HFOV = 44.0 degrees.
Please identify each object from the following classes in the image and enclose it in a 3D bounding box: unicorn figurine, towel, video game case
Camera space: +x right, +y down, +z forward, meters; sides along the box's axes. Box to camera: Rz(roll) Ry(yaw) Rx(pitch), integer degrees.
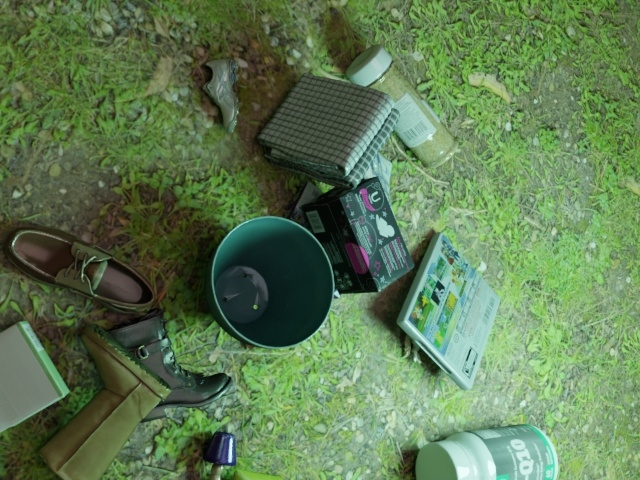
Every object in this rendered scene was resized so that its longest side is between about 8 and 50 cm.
[{"bbox_3d":[0.299,0.273,2.151,0.162,0.060,0.111,-2,85,-32],"label":"unicorn figurine"},{"bbox_3d":[0.019,-0.257,1.891,0.235,0.284,0.121,-58,144,-18],"label":"towel"},{"bbox_3d":[0.359,0.190,2.167,0.300,0.036,0.329,46,50,-22],"label":"video game case"},{"bbox_3d":[0.000,0.000,1.987,0.232,0.042,0.210,36,68,-26],"label":"video game case"}]

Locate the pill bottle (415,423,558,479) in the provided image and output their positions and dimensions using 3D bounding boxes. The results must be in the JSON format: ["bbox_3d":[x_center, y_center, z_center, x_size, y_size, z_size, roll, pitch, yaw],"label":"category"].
[{"bbox_3d":[0.448,0.614,2.140,0.361,0.204,0.204,1,86,-33],"label":"pill bottle"}]

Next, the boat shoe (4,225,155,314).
[{"bbox_3d":[-0.480,0.056,1.626,0.324,0.116,0.123,26,73,-29],"label":"boat shoe"}]

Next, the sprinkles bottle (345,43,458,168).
[{"bbox_3d":[0.220,-0.352,2.109,0.355,0.121,0.121,46,64,-22],"label":"sprinkles bottle"}]

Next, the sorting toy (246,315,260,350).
[{"bbox_3d":[-0.154,0.205,1.881,0.083,0.045,0.075,-39,88,-29],"label":"sorting toy"}]

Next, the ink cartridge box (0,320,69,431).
[{"bbox_3d":[-0.636,0.287,1.531,0.235,0.056,0.171,-31,91,-6],"label":"ink cartridge box"}]

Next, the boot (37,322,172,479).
[{"bbox_3d":[-0.470,0.338,1.605,0.236,0.089,0.269,43,83,-7],"label":"boot"}]

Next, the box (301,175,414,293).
[{"bbox_3d":[0.091,-0.010,1.924,0.142,0.163,0.247,-30,103,-35],"label":"box"}]

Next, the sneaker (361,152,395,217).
[{"bbox_3d":[0.148,-0.149,2.054,0.131,0.112,0.296,-30,103,-31],"label":"sneaker"}]

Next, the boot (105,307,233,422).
[{"bbox_3d":[-0.328,0.257,1.727,0.263,0.091,0.228,-14,95,-31],"label":"boot"}]

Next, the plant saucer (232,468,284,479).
[{"bbox_3d":[-0.147,0.629,1.806,0.188,0.045,0.188,32,69,-51],"label":"plant saucer"}]

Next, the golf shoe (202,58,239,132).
[{"bbox_3d":[-0.234,-0.339,1.858,0.086,0.069,0.176,-1,84,-13],"label":"golf shoe"}]

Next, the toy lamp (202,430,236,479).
[{"bbox_3d":[-0.243,0.568,1.772,0.080,0.080,0.274,19,79,-31],"label":"toy lamp"}]

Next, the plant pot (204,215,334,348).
[{"bbox_3d":[-0.142,0.107,1.785,0.290,0.195,0.290,7,75,-27],"label":"plant pot"}]
